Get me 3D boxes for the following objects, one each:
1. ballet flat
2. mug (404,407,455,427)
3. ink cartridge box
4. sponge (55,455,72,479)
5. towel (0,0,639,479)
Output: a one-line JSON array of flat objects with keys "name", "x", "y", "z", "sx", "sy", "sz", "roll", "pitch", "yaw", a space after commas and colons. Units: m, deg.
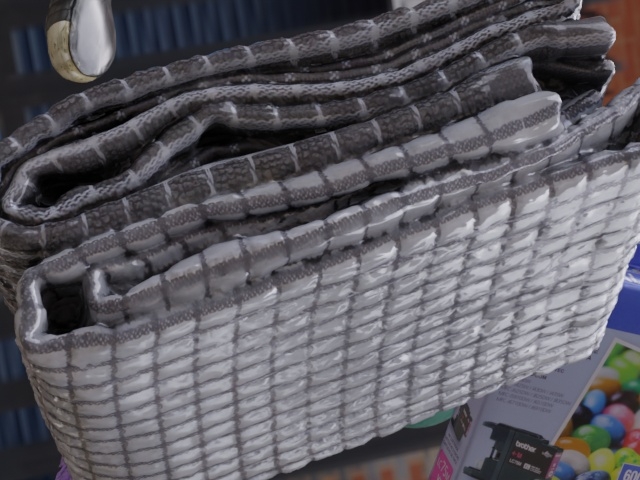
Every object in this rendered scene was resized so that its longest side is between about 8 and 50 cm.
[{"name": "ballet flat", "x": -0.157, "y": -0.142, "z": 1.173, "sx": 0.173, "sy": 0.049, "sz": 0.057, "roll": -97, "pitch": 170, "yaw": -60}, {"name": "mug", "x": 0.097, "y": 0.101, "z": 1.678, "sx": 0.097, "sy": 0.158, "sz": 0.129, "roll": 123, "pitch": -44, "yaw": -58}, {"name": "ink cartridge box", "x": 0.216, "y": 0.120, "z": 1.518, "sx": 0.065, "sy": 0.186, "sz": 0.311, "roll": -120, "pitch": -134, "yaw": -67}, {"name": "sponge", "x": -0.140, "y": 0.118, "z": 1.403, "sx": 0.031, "sy": 0.117, "sz": 0.210, "roll": 43, "pitch": 26, "yaw": -22}, {"name": "towel", "x": 0.000, "y": 0.000, "z": 0.826, "sx": 0.235, "sy": 0.284, "sz": 0.121, "roll": 90, "pitch": -23, "yaw": -64}]
